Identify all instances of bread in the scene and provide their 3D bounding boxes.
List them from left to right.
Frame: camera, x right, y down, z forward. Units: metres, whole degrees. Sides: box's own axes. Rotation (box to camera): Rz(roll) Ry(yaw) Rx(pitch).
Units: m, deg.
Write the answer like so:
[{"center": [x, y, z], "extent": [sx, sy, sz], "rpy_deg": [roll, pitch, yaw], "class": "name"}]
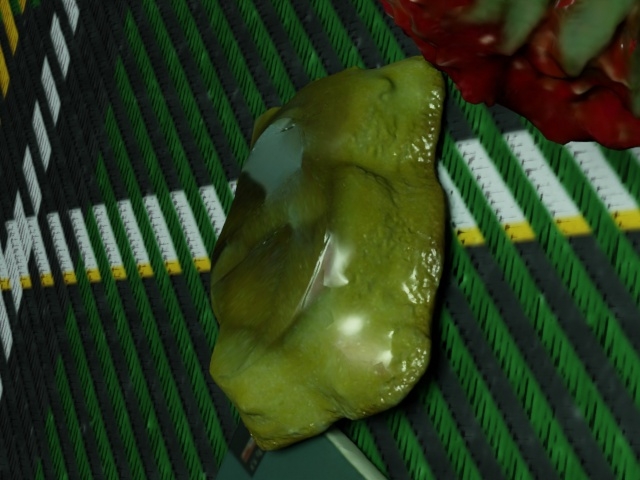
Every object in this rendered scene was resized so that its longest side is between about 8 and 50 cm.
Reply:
[{"center": [0.000, 0.000, 0.991], "extent": [0.161, 0.088, 0.233], "rpy_deg": [-35, 47, 46], "class": "bread"}]

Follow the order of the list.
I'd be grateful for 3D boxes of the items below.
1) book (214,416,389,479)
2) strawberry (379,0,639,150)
[{"center": [0.002, 0.266, 0.916], "extent": [0.379, 0.031, 0.264], "rpy_deg": [38, 105, 55], "class": "book"}, {"center": [0.121, -0.179, 0.746], "extent": [0.261, 0.261, 0.258], "rpy_deg": [-57, 17, 23], "class": "strawberry"}]
